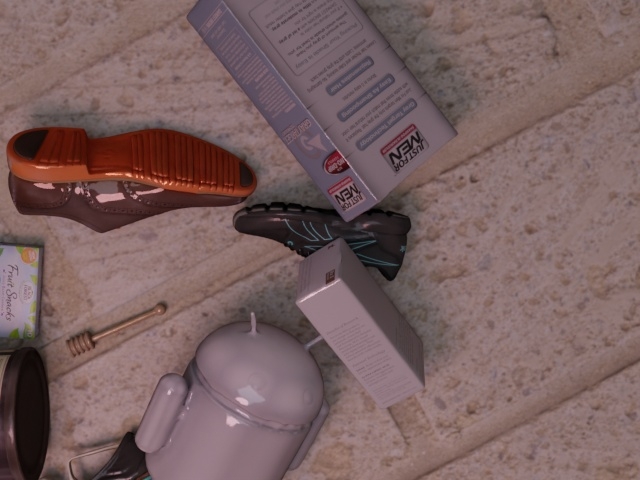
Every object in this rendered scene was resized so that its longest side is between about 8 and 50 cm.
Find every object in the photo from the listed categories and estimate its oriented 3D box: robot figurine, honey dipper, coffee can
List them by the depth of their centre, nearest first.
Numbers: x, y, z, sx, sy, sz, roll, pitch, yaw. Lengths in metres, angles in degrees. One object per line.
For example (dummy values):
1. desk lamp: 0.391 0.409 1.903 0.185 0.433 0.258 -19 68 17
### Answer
1. robot figurine: -0.124 0.265 1.662 0.299 0.200 0.354 14 111 -41
2. coffee can: -0.557 0.262 1.679 0.275 0.201 0.202 -2 96 1
3. honey dipper: -0.312 0.134 1.752 0.160 0.030 0.030 -25 95 0

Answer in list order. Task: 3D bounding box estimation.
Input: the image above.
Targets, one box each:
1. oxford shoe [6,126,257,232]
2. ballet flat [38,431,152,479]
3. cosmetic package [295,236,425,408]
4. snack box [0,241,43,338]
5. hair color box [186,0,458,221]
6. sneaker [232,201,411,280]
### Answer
1. oxford shoe: -0.279 -0.083 1.704 0.363 0.130 0.133 6 128 -7
2. ballet flat: -0.379 0.388 1.753 0.280 0.095 0.096 -33 85 -7
3. cosmetic package: 0.060 0.122 1.667 0.085 0.117 0.231 -31 114 19
4. snack box: -0.477 0.075 1.741 0.100 0.037 0.141 4 96 -2
5. hair color box: 0.004 -0.235 1.635 0.185 0.113 0.374 -40 94 -29
6. sneaker: 0.000 0.000 1.704 0.267 0.101 0.106 6 98 0
